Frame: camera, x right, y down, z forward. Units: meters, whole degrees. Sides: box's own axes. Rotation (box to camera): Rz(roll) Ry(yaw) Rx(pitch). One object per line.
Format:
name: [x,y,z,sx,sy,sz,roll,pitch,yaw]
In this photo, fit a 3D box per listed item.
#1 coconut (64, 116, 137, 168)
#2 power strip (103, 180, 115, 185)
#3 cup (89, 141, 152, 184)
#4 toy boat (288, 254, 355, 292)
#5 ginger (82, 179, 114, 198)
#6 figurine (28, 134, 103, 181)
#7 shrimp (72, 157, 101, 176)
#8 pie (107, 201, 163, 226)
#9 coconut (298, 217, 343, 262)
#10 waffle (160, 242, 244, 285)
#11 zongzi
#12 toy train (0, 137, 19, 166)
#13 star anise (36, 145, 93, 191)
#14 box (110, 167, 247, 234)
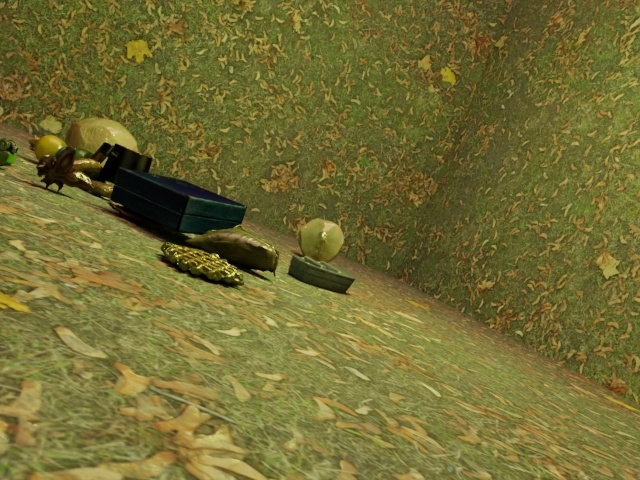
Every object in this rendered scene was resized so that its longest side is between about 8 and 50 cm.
coconut: [-0.910,-0.382,2.323,0.297,0.254,0.297,23,0,0]
power strip: [-0.627,-0.135,1.940,0.286,0.048,0.080,23,3,-23]
cup: [-0.718,-0.247,2.011,0.166,0.177,0.239,24,2,5]
toy boat: [0.015,0.117,1.900,0.283,0.078,0.127,21,2,-45]
ginger: [-0.726,-0.175,1.812,0.173,0.051,0.069,23,10,23]
figurine: [-0.924,-0.296,2.026,0.234,0.127,0.185,10,-12,11]
shrimp: [-0.803,-0.221,1.808,0.187,0.132,0.052,-8,69,-58]
pie: [-0.509,-0.065,1.597,0.191,0.033,0.088,14,15,-42]
coconut: [-0.001,0.002,2.720,0.227,0.227,0.230,23,-8,7]
waffle: [-0.259,0.053,1.228,0.183,0.036,0.169,19,7,-35]
zongzi: [-0.229,0.029,1.512,0.205,0.094,0.204,27,15,32]
toy train: [-0.924,-0.257,1.512,0.202,0.081,0.060,16,2,-2]
star anise: [-0.732,-0.208,1.575,0.148,0.218,0.227,31,18,-37]
box: [-0.405,-0.109,1.615,0.279,0.116,0.261,22,8,28]
